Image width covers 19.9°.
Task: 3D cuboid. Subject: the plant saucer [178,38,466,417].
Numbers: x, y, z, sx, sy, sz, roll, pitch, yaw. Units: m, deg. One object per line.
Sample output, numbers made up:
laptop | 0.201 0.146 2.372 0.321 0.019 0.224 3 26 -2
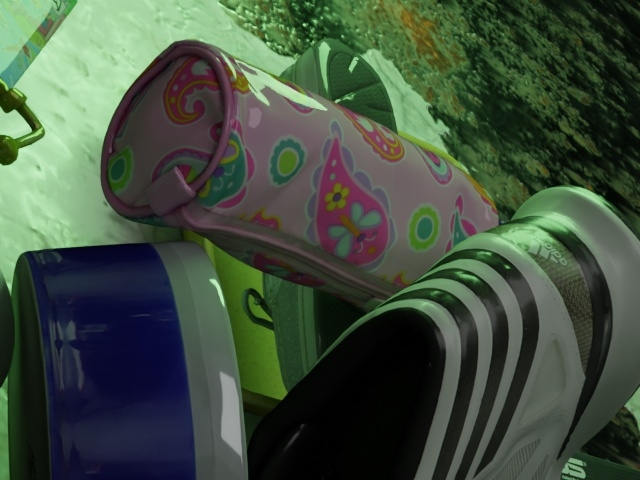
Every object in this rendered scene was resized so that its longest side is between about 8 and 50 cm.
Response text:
plant saucer | 0.007 0.035 1.465 0.332 0.081 0.333 21 45 -38

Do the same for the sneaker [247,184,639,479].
sneaker | 0.038 0.177 1.148 0.257 0.448 0.169 -21 49 -36

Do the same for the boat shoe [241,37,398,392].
boat shoe | -0.002 -0.002 1.343 0.118 0.103 0.320 27 46 -40

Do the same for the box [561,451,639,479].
box | 0.246 0.292 1.538 0.270 0.060 0.216 21 47 -38

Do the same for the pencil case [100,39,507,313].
pencil case | -0.004 -0.026 1.159 0.284 0.124 0.124 25 43 -44

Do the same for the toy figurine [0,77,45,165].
toy figurine | -0.269 -0.123 1.120 0.362 0.217 0.191 -32 89 -48

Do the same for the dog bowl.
dog bowl | -0.119 0.134 1.057 0.104 0.265 0.265 -2 57 -15

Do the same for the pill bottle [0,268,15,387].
pill bottle | -0.310 0.068 0.987 0.283 0.161 0.161 -21 77 -55

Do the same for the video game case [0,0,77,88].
video game case | -0.285 -0.214 1.359 0.212 0.023 0.193 52 33 -20
